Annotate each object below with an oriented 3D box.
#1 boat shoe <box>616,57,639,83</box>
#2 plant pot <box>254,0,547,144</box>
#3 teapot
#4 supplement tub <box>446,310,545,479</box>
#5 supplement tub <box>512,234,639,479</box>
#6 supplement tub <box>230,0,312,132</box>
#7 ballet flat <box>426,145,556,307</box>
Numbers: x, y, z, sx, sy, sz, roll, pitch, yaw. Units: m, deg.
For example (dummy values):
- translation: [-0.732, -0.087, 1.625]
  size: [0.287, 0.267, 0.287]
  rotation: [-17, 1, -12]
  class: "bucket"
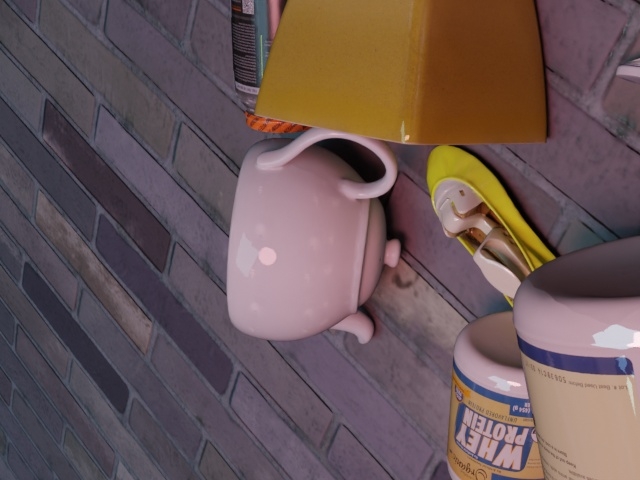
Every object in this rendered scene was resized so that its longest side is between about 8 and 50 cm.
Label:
- translation: [0.302, -0.152, 0.845]
  size: [0.100, 0.035, 0.035]
  rotation: [12, 88, 50]
  class: "boat shoe"
- translation: [0.086, -0.199, 0.949]
  size: [0.212, 0.212, 0.187]
  rotation: [16, 106, 44]
  class: "plant pot"
- translation: [0.000, 0.000, 1.138]
  size: [0.187, 0.256, 0.253]
  rotation: [6, 91, 4]
  class: "teapot"
- translation: [0.205, 0.189, 1.017]
  size: [0.144, 0.144, 0.200]
  rotation: [23, 123, 42]
  class: "supplement tub"
- translation: [0.302, 0.172, 0.826]
  size: [0.235, 0.235, 0.325]
  rotation: [0, 106, 49]
  class: "supplement tub"
- translation: [-0.045, -0.228, 1.140]
  size: [0.117, 0.117, 0.190]
  rotation: [23, 122, 42]
  class: "supplement tub"
- translation: [0.172, -0.008, 1.019]
  size: [0.231, 0.077, 0.077]
  rotation: [52, 137, 20]
  class: "ballet flat"
